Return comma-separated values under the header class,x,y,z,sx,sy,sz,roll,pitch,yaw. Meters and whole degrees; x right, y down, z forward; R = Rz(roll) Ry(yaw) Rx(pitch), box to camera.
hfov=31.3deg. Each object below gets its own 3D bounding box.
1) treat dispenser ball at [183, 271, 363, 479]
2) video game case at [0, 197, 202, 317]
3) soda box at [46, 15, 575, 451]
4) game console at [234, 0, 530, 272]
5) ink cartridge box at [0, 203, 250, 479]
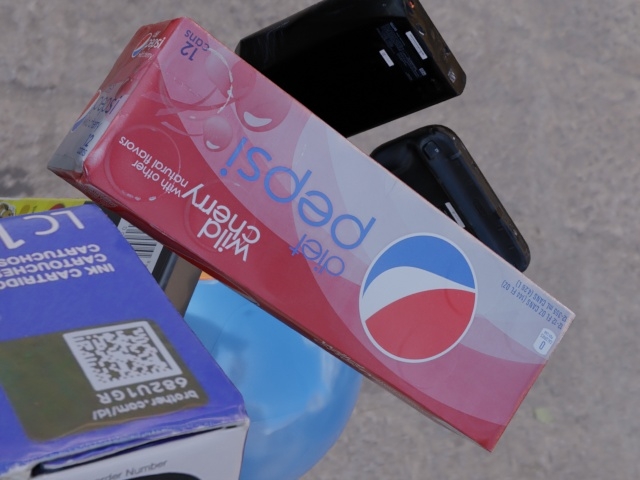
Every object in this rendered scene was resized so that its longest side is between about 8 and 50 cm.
class,x,y,z,sx,sy,sz,roll,pitch,yaw
treat dispenser ball,-0.100,0.104,1.080,0.288,0.288,0.288,12,69,-33
video game case,-0.217,0.092,0.778,0.035,0.248,0.274,48,53,-47
soda box,0.000,0.000,0.582,0.263,0.083,0.092,35,84,-22
game console,0.078,-0.083,1.150,0.361,0.213,0.044,54,40,-25
ink cartridge box,-0.184,0.151,0.414,0.270,0.395,0.151,-10,37,-30
